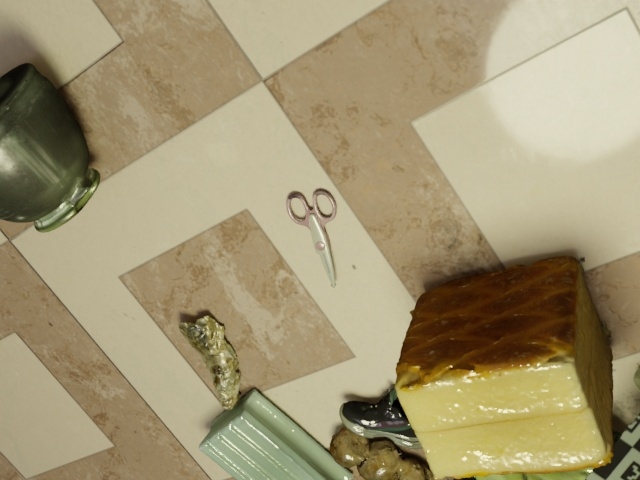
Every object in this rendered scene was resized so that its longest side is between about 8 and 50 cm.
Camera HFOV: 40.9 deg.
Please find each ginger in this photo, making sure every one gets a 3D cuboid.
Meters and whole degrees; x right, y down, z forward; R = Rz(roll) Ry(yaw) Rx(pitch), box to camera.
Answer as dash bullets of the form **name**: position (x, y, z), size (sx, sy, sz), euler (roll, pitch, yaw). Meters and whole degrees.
- **ginger**: position (0.110, 0.418, 1.599), size (0.204, 0.080, 0.104), euler (33, 132, -3)

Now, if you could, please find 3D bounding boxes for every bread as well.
- **bread**: position (0.273, 0.185, 1.266), size (0.279, 0.279, 0.207), euler (-12, 115, 28)

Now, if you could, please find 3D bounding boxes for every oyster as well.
- **oyster**: position (-0.195, 0.223, 1.605), size (0.106, 0.061, 0.200), euler (-34, 104, 33)

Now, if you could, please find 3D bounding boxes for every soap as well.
- **soap**: position (-0.086, 0.430, 1.675), size (0.265, 0.087, 0.160), euler (42, 125, -8)

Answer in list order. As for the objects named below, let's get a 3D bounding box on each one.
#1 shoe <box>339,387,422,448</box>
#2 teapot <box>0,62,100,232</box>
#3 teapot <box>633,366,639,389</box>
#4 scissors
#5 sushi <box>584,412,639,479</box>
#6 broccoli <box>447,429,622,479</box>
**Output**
- **shoe**: position (0.120, 0.304, 1.533), size (0.169, 0.071, 0.099), euler (16, 122, 6)
- **teapot**: position (-0.517, -0.114, 1.416), size (0.321, 0.239, 0.239), euler (-25, 123, 26)
- **teapot**: position (0.532, 0.237, 1.344), size (0.067, 0.057, 0.083), euler (-26, 117, 1)
- **scissors**: position (0.000, 0.000, 1.413), size (0.085, 0.022, 0.176), euler (-6, 115, 21)
- **sushi**: position (0.619, 0.308, 1.287), size (0.359, 0.064, 0.343), euler (34, 98, -12)
- **broccoli**: position (0.337, 0.437, 1.393), size (0.317, 0.277, 0.338), euler (29, 137, -14)
